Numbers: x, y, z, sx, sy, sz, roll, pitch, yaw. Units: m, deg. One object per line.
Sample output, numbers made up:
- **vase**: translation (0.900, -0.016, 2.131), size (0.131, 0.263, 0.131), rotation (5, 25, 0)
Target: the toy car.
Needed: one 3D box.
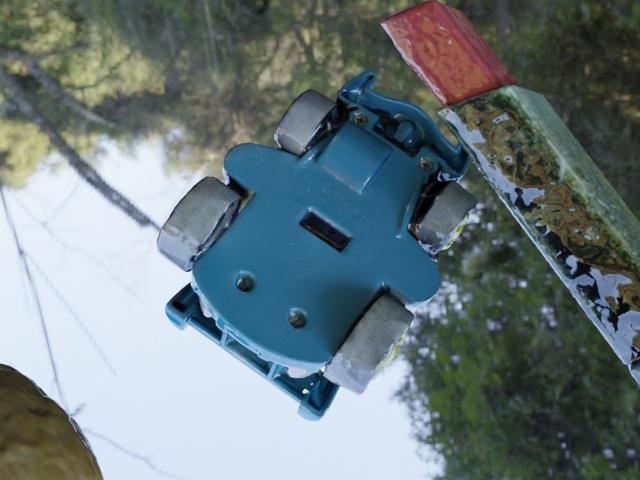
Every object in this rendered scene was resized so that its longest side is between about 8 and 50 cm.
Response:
- **toy car**: translation (0.000, 0.000, 0.559), size (0.126, 0.098, 0.161), rotation (34, -119, 4)

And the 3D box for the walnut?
- **walnut**: translation (-0.211, 0.164, 0.689), size (0.155, 0.155, 0.184), rotation (-24, -132, -39)

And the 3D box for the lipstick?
- **lipstick**: translation (0.137, 0.012, 0.507), size (0.051, 0.312, 0.051), rotation (-37, 176, 21)
